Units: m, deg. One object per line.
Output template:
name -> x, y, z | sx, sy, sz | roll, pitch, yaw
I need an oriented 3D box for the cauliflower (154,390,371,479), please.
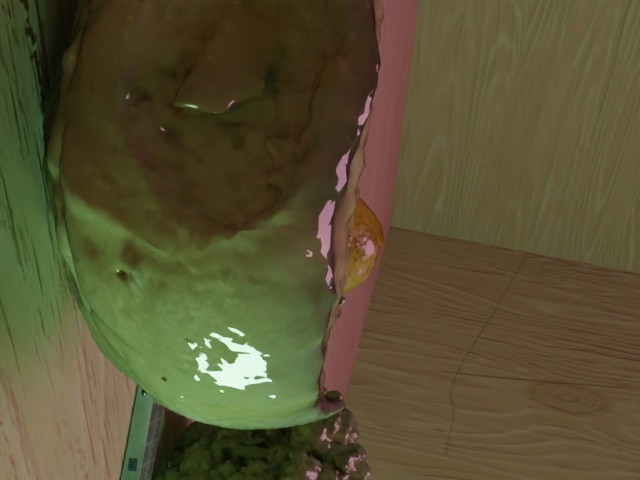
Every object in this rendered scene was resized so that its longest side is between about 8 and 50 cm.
cauliflower -> -0.069, 0.303, 1.145 | 0.327, 0.260, 0.281 | -44, 167, -2

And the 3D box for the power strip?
power strip -> -0.164, 0.171, 1.007 | 0.051, 0.019, 0.136 | 7, 95, -81

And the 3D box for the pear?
pear -> 0.000, 0.000, 1.445 | 0.178, 0.178, 0.178 | 11, 90, -83

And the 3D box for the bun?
bun -> -0.068, -0.063, 0.683 | 0.364, 0.202, 0.364 | 6, 90, -88
